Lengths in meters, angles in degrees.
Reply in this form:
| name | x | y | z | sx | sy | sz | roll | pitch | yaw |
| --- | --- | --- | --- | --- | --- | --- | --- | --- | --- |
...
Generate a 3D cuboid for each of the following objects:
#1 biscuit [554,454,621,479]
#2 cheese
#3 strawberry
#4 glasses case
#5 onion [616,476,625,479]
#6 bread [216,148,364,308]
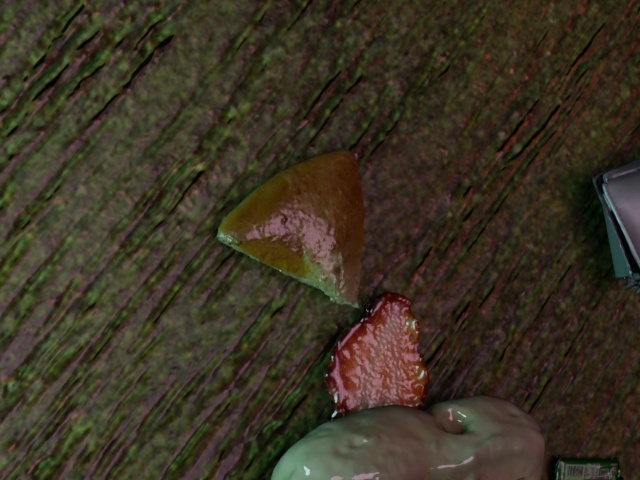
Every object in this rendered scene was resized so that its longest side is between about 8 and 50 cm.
| name | x | y | z | sx | sy | sz | roll | pitch | yaw |
| --- | --- | --- | --- | --- | --- | --- | --- | --- | --- |
| biscuit | 0.276 | 0.245 | 1.205 | 0.089 | 0.016 | 0.046 | 5 | 89 | -23 |
| cheese | 0.080 | 0.230 | 1.055 | 0.263 | 0.093 | 0.159 | -4 | 117 | -22 |
| strawberry | 0.052 | 0.123 | 1.096 | 0.104 | 0.048 | 0.152 | 21 | 77 | -16 |
| glasses case | 0.408 | -0.063 | 1.232 | 0.308 | 0.083 | 0.128 | -27 | 94 | -21 |
| onion | 0.280 | 0.328 | 1.129 | 0.173 | 0.135 | 0.198 | -1 | 76 | 13 |
| bread | -0.001 | -0.025 | 1.073 | 0.154 | 0.054 | 0.136 | 31 | 75 | -22 |
